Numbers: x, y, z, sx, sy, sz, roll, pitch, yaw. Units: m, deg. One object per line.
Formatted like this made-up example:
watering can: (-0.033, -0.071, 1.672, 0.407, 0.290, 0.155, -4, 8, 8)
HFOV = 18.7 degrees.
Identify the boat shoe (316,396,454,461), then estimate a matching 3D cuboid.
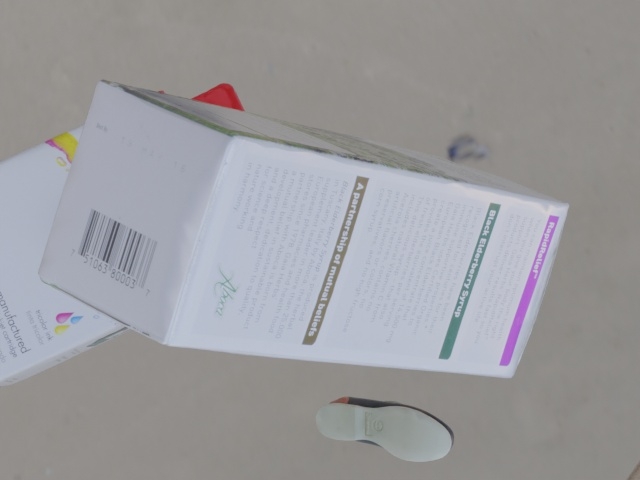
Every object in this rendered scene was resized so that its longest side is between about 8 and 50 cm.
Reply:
boat shoe: (0.063, 0.169, 1.771, 0.137, 0.043, 0.049, 7, 96, 29)

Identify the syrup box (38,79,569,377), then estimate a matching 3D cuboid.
syrup box: (0.000, 0.000, 0.887, 0.237, 0.093, 0.096, 10, 100, -47)

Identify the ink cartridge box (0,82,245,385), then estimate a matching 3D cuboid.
ink cartridge box: (-0.139, -0.009, 1.299, 0.231, 0.078, 0.134, -25, 85, -4)

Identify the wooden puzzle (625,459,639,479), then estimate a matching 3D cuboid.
wooden puzzle: (0.323, 0.190, 1.133, 0.322, 0.080, 0.348, 30, 93, -24)
